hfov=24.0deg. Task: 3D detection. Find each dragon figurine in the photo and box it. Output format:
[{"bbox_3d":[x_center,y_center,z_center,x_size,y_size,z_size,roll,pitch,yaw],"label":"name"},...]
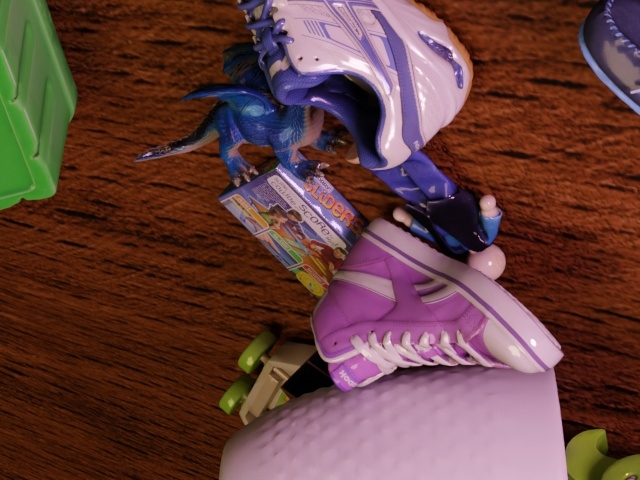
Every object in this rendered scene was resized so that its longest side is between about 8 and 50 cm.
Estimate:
[{"bbox_3d":[-0.068,-0.130,1.404,0.289,0.085,0.144,6,136,37],"label":"dragon figurine"}]

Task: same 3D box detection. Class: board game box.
[{"bbox_3d":[0.000,0.000,1.569,0.201,0.035,0.136,46,150,-14],"label":"board game box"}]

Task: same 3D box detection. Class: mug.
[{"bbox_3d":[0.082,0.267,1.529,0.328,0.276,0.374,-5,176,7],"label":"mug"}]

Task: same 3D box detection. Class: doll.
[{"bbox_3d":[0.107,-0.031,1.395,0.189,0.046,0.129,44,150,-23],"label":"doll"}]

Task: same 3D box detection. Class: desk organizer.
[{"bbox_3d":[0.023,0.135,1.634,0.050,0.130,0.047,51,162,-17],"label":"desk organizer"}]

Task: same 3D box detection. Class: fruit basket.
[{"bbox_3d":[-0.427,-0.239,1.553,0.392,0.283,0.392,165,90,-86],"label":"fruit basket"}]

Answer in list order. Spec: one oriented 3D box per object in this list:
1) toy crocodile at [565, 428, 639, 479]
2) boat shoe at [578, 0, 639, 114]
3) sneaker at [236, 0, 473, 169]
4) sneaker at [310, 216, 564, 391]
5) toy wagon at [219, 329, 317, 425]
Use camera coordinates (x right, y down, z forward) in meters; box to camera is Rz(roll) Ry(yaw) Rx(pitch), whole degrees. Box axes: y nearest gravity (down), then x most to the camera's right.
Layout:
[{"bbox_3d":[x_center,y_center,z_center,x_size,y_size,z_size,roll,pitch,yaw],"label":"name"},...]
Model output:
[{"bbox_3d":[0.385,0.256,1.455,0.341,0.105,0.115,2,135,40],"label":"toy crocodile"},{"bbox_3d":[0.305,-0.109,1.033,0.258,0.109,0.089,24,145,-9],"label":"boat shoe"},{"bbox_3d":[-0.013,-0.184,1.226,0.296,0.131,0.112,40,153,-1],"label":"sneaker"},{"bbox_3d":[0.095,0.095,1.395,0.102,0.161,0.282,44,172,-35],"label":"sneaker"},{"bbox_3d":[-0.004,0.256,1.868,0.267,0.068,0.344,40,147,9],"label":"toy wagon"}]
